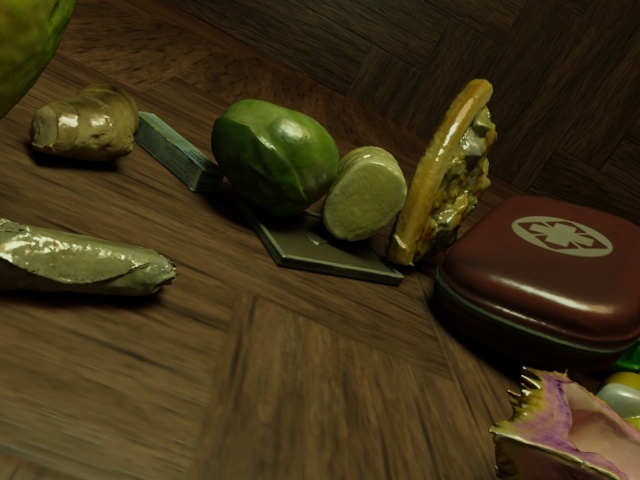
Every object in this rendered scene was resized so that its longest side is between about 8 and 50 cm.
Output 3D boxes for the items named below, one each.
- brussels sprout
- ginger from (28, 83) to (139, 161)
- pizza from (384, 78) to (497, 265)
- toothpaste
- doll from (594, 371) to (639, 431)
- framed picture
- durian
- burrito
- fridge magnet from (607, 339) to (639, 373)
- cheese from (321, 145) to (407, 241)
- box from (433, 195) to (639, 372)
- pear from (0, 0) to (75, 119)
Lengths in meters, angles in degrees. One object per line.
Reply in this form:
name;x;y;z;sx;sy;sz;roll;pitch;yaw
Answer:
brussels sprout;-0.050;-0.098;0.679;0.183;0.131;0.145;28;-1;-41
ginger;-0.259;-0.134;0.610;0.095;0.068;0.190;0;26;-5
pizza;0.198;-0.076;0.820;0.089;0.323;0.223;21;-18;25
toothpaste;-0.197;-0.121;0.708;0.164;0.034;0.046;39;22;24
doll;0.411;0.228;0.582;0.252;0.111;0.237;19;19;-1
framed picture;0.000;0.000;0.711;0.203;0.015;0.150;11;27;-39
durian;0.235;0.227;0.369;0.341;0.112;0.191;41;13;9
burrito;-0.187;0.014;0.387;0.188;0.045;0.058;12;33;-43
fridge magnet;0.424;0.129;0.857;0.208;0.088;0.208;20;25;-10
cheese;0.059;-0.072;0.758;0.094;0.123;0.167;51;15;-11
box;0.328;0.038;0.767;0.263;0.108;0.404;19;28;27
pear;-0.319;-0.195;0.272;0.391;0.391;0.391;25;21;-10
